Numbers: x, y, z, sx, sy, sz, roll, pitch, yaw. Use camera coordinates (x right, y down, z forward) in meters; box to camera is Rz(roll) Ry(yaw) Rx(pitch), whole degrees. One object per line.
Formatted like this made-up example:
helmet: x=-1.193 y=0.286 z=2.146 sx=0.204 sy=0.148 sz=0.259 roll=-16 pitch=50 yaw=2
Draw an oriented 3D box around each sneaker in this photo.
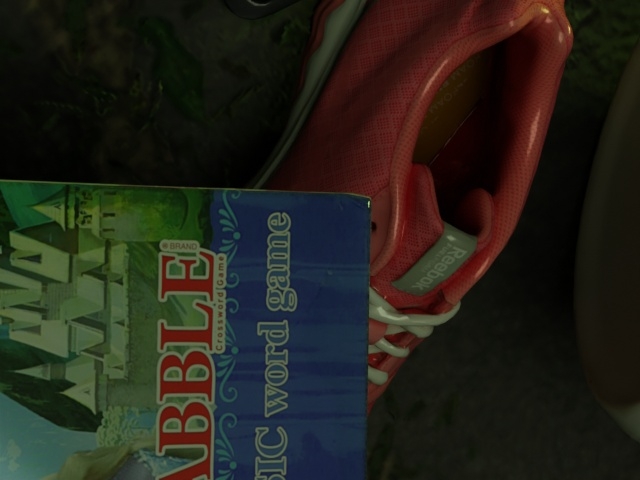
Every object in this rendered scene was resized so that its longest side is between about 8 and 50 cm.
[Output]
sneaker: x=0.014 y=0.005 z=0.725 sx=0.116 sy=0.136 sz=0.314 roll=19 pitch=101 yaw=-25

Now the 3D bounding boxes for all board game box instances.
board game box: x=-0.141 y=0.136 z=0.544 sx=0.318 sy=0.066 sz=0.319 roll=1 pitch=88 yaw=-20

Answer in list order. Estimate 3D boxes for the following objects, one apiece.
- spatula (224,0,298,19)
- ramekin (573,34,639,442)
spatula: x=0.084 y=-0.184 z=0.771 sx=0.296 sy=0.030 sz=0.084 roll=-30 pitch=112 yaw=-7
ramekin: x=0.212 y=-0.012 z=0.746 sx=0.127 sy=0.273 sz=0.273 roll=12 pitch=102 yaw=-8
